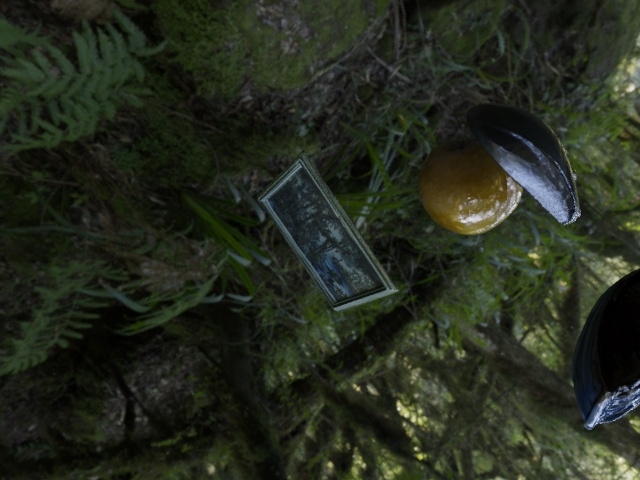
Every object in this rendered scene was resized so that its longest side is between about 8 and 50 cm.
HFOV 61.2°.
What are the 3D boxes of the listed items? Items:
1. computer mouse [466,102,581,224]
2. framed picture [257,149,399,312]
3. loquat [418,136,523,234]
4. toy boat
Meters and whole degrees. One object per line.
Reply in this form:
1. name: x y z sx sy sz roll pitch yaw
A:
1. computer mouse: 0.360 -0.143 0.903 0.086 0.270 0.137 -39 -158 32
2. framed picture: 0.000 0.000 0.631 0.011 0.183 0.142 -35 -178 -31
3. loquat: 0.381 -0.144 1.376 0.263 0.263 0.263 -44 173 -7
4. toy boat: 0.494 0.165 0.879 0.309 0.129 0.142 -55 152 -19
